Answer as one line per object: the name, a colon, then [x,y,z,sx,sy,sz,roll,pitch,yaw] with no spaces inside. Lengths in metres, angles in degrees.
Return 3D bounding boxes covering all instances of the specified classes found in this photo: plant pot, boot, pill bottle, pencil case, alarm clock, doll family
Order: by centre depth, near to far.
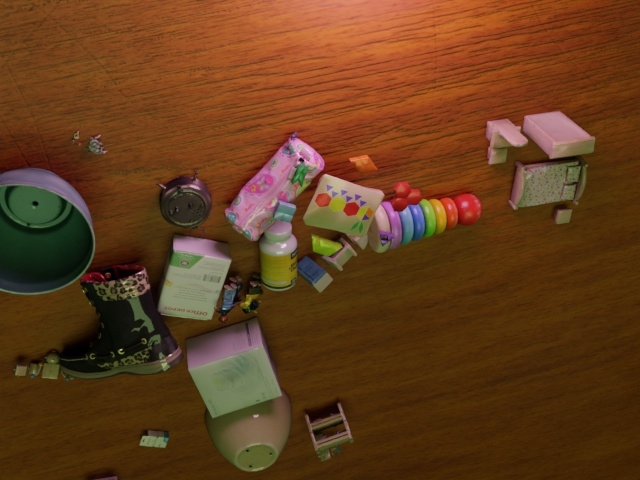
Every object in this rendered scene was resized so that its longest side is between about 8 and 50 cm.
plant pot: [-0.668,-0.048,1.554,0.293,0.196,0.292,-7,125,-10]
pencil case: [-0.115,-0.131,1.690,0.124,0.124,0.284,35,110,-31]
alarm clock: [-0.335,-0.078,1.709,0.130,0.064,0.192,-17,129,-4]
boot: [-0.567,0.219,1.793,0.378,0.138,0.284,-5,110,25]
pill bottle: [-0.114,0.038,1.818,0.103,0.103,0.184,-7,125,-11]
doll family: [-0.222,0.161,1.857,0.193,0.076,0.111,-1,122,-41]
plant pot: [-0.215,0.615,2.136,0.284,0.191,0.284,-8,126,-11]

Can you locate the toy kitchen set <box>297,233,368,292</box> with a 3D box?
toy kitchen set: [0.000,0.000,1.839,0.207,0.122,0.166,-45,124,-7]

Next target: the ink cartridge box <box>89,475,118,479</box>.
ink cartridge box: [-0.722,0.847,2.239,0.105,0.061,0.181,-6,125,-12]

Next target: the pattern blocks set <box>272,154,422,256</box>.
pattern blocks set: [0.061,-0.084,1.678,0.325,0.026,0.285,25,114,-24]

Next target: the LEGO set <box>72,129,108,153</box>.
LEGO set: [-0.539,-0.224,1.574,0.083,0.023,0.054,9,121,-21]

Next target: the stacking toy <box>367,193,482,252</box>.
stacking toy: [0.290,-0.063,1.856,0.331,0.141,0.141,-11,126,-16]

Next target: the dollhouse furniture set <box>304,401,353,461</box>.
dollhouse furniture set: [0.034,0.651,2.288,0.130,0.128,0.183,-18,151,-3]

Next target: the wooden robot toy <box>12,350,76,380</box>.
wooden robot toy: [-0.767,0.347,1.896,0.174,0.076,0.078,10,85,-21]

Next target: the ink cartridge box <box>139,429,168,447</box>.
ink cartridge box: [-0.535,0.637,2.164,0.083,0.028,0.048,13,119,-23]

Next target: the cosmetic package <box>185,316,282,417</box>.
cosmetic package: [-0.256,0.378,1.995,0.225,0.138,0.224,-17,126,-1]

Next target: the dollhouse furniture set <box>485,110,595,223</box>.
dollhouse furniture set: [0.604,-0.149,1.840,0.304,0.173,0.355,-8,125,-9]

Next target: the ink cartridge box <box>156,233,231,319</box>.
ink cartridge box: [-0.344,0.101,1.808,0.155,0.093,0.212,10,119,-20]
